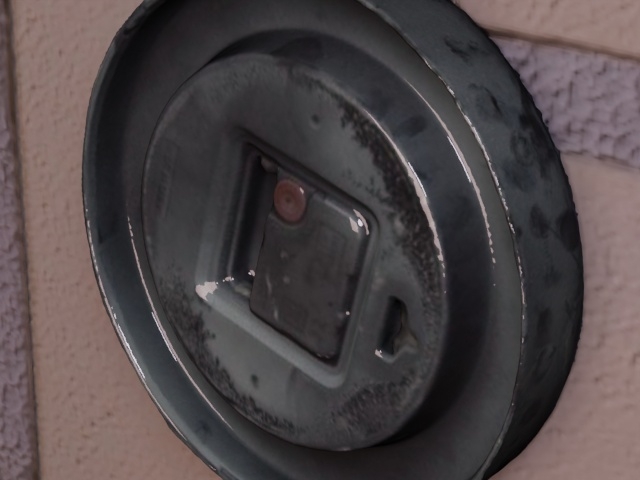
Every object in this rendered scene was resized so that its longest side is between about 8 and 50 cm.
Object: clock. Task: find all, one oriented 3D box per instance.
[{"bbox_3d":[-0.002,0.000,1.017,0.312,0.061,0.312,18,117,38],"label":"clock"}]
